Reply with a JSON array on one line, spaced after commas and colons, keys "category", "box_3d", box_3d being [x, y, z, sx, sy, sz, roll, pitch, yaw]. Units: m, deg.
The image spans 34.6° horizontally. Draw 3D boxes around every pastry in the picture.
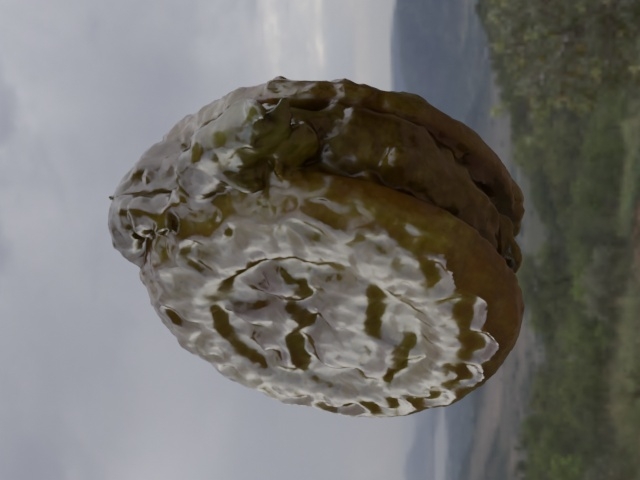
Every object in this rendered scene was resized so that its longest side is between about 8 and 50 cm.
[{"category": "pastry", "box_3d": [0.000, 0.000, 0.612, 0.240, 0.235, 0.132, -36, 28, 45]}]
